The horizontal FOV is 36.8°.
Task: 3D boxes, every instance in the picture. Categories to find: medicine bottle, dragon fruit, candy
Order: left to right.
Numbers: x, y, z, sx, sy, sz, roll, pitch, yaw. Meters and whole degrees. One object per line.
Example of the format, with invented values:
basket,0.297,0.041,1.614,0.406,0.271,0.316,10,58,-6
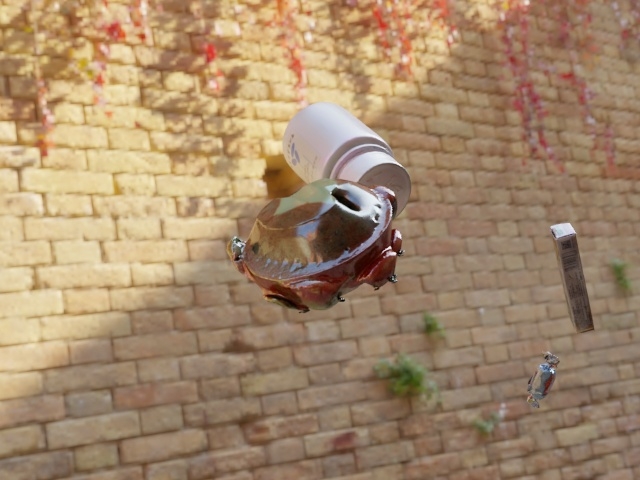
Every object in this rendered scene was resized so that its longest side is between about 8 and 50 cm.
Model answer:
dragon fruit,0.000,0.000,1.455,0.268,0.130,0.295,-28,22,3
medicine bottle,0.052,-0.151,1.900,0.170,0.170,0.293,-4,28,-28
candy,0.276,0.174,1.203,0.020,0.030,0.083,-16,-46,-41

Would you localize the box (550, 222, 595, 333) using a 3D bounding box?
box,0.457,0.070,1.740,0.041,0.207,0.050,-16,24,6
